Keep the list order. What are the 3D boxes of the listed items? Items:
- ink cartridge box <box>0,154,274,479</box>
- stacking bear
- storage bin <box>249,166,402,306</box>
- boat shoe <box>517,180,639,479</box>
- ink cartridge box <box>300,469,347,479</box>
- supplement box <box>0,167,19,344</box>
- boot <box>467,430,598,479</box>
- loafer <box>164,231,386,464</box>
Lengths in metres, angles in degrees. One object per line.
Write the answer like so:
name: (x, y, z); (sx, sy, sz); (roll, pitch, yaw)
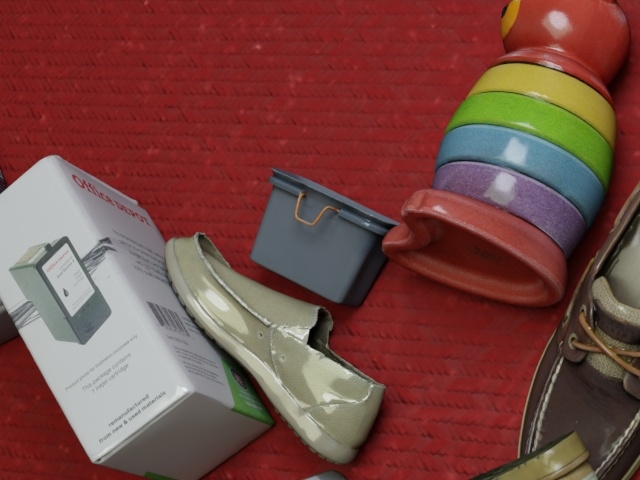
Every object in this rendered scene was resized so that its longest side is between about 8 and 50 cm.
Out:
ink cartridge box: (-0.184, 0.078, 1.498); (0.115, 0.198, 0.273); (-37, 66, 8)
stacking bear: (0.189, -0.102, 1.444); (0.164, 0.175, 0.289); (23, 73, 0)
storage bin: (0.000, 0.000, 1.518); (0.135, 0.098, 0.091); (25, 95, 24)
boat shoe: (0.257, 0.070, 1.382); (0.123, 0.123, 0.342); (28, 87, 25)
ink cartridge box: (0.003, 0.366, 1.362); (0.309, 0.272, 0.130); (45, 123, 25)
supplement box: (-0.378, -0.003, 1.660); (0.130, 0.073, 0.239); (-28, 67, 11)
boot: (0.194, 0.318, 1.345); (0.236, 0.089, 0.269); (-35, 81, 47)
loafer: (-0.038, 0.084, 1.499); (0.092, 0.102, 0.268); (-44, 77, 5)
